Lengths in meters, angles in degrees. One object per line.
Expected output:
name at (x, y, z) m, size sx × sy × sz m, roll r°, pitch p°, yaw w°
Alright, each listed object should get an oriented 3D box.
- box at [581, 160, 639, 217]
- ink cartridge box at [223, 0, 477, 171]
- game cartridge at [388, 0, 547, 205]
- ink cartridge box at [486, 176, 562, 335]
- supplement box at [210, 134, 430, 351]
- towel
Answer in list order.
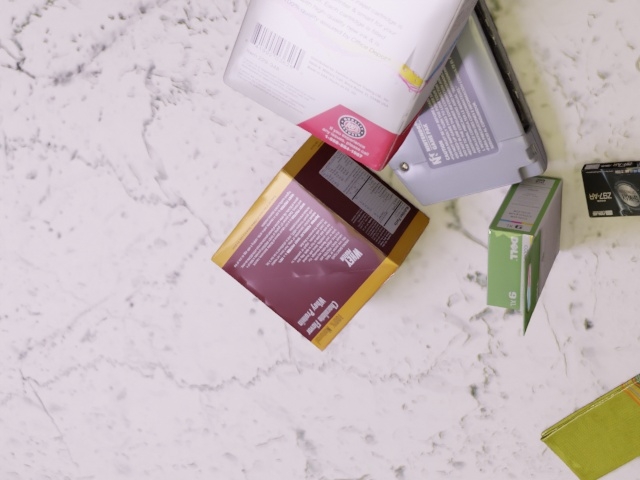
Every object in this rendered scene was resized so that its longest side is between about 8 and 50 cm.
box at (0.365, -0.062, 1.798) m, size 0.083 × 0.018 × 0.067 m, roll -2°, pitch 117°, yaw 25°
ink cartridge box at (0.045, -0.261, 1.671) m, size 0.226 × 0.131 × 0.306 m, roll 32°, pitch 134°, yaw 5°
game cartridge at (0.136, -0.192, 1.806) m, size 0.198 × 0.062 × 0.297 m, roll -11°, pitch 113°, yaw 34°
ink cartridge box at (0.240, 0.014, 1.781) m, size 0.062 × 0.209 × 0.109 m, roll 8°, pitch 121°, yaw 17°
supplement box at (0.000, 0.000, 1.934) m, size 0.194 × 0.129 × 0.191 m, roll 39°, pitch 127°, yaw -1°
towel at (0.408, 0.245, 1.960) m, size 0.102 × 0.021 × 0.237 m, roll 47°, pitch 127°, yaw -6°
